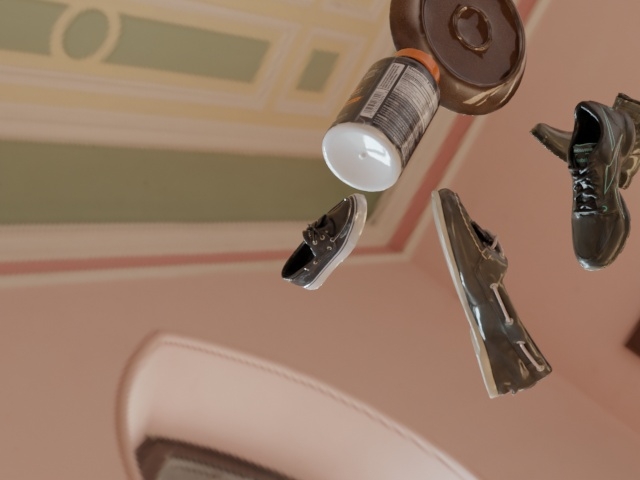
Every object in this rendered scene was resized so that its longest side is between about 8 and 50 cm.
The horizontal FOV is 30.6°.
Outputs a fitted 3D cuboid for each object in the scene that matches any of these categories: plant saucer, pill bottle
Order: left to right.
[{"bbox_3d":[0.106,-0.197,1.800,0.130,0.130,0.246,94,-160,-45],"label":"pill bottle"},{"bbox_3d":[0.268,-0.384,2.144,0.310,0.311,0.050,-29,2,-34],"label":"plant saucer"}]

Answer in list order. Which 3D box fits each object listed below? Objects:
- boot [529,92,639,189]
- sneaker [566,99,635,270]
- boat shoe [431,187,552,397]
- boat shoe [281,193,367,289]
[{"bbox_3d":[0.521,-0.211,2.178,0.246,0.083,0.161,22,-71,-21],"label":"boot"},{"bbox_3d":[0.412,-0.087,1.789,0.106,0.101,0.267,23,-113,-43],"label":"sneaker"},{"bbox_3d":[0.229,0.063,1.561,0.095,0.112,0.335,-17,-61,6],"label":"boat shoe"},{"bbox_3d":[0.000,0.000,1.999,0.076,0.080,0.228,11,-41,-26],"label":"boat shoe"}]
